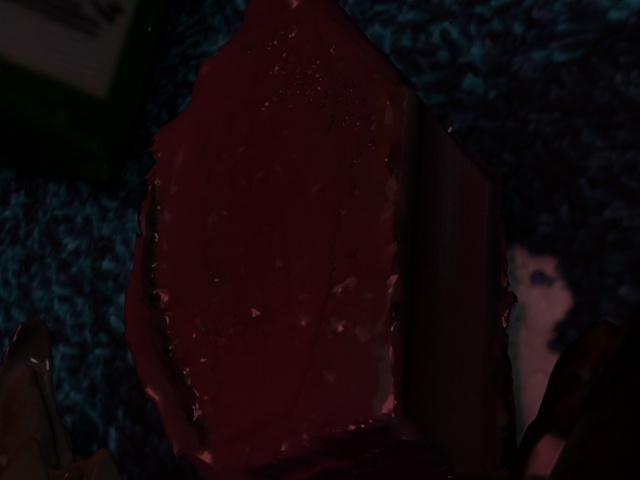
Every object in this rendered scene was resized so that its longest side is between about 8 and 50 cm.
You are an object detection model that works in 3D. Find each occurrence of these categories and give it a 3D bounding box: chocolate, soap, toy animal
[{"bbox_3d":[-0.231,-0.232,1.110,0.341,0.161,0.360,4,75,50],"label":"chocolate"},{"bbox_3d":[0.000,0.000,0.798,0.182,0.112,0.289,-20,51,32],"label":"soap"},{"bbox_3d":[-0.182,0.145,0.912,0.179,0.089,0.188,-35,48,46],"label":"toy animal"}]

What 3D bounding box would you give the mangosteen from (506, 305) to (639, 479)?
[{"bbox_3d":[0.184,0.124,0.405,0.311,0.311,0.311,-25,49,33],"label":"mangosteen"}]
